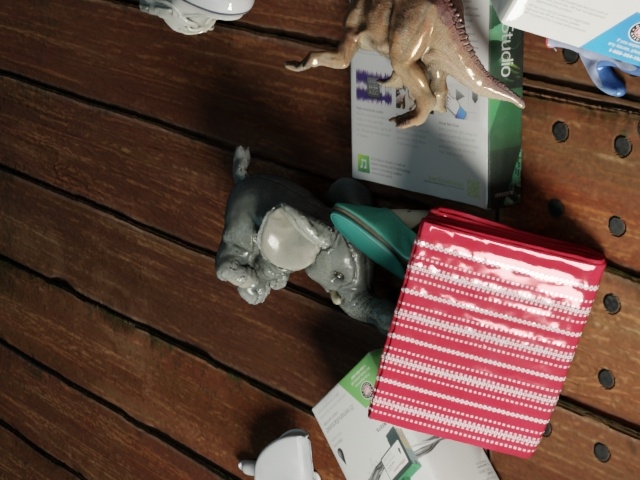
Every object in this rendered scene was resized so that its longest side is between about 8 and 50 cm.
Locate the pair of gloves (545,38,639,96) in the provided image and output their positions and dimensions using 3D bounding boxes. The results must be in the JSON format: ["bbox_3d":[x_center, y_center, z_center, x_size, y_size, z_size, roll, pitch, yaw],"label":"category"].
[{"bbox_3d":[0.280,-0.243,1.462,0.159,0.023,0.198,24,117,47],"label":"pair of gloves"}]

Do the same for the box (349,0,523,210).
[{"bbox_3d":[0.125,-0.210,1.646,0.232,0.058,0.322,17,114,49],"label":"box"}]

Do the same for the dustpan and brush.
[{"bbox_3d":[-0.059,0.323,2.042,0.211,0.060,0.147,-1,97,46],"label":"dustpan and brush"}]

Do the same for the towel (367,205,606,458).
[{"bbox_3d":[0.173,0.103,1.597,0.031,0.199,0.275,-75,-1,-59],"label":"towel"}]

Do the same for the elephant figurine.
[{"bbox_3d":[0.000,0.000,1.813,0.239,0.186,0.169,0,57,42],"label":"elephant figurine"}]

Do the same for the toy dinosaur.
[{"bbox_3d":[0.088,-0.240,1.545,0.295,0.127,0.200,34,118,35],"label":"toy dinosaur"}]

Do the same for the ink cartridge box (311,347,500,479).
[{"bbox_3d":[0.103,0.252,1.770,0.160,0.092,0.219,-50,60,47],"label":"ink cartridge box"}]

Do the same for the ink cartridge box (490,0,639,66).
[{"bbox_3d":[0.259,-0.303,1.292,0.233,0.171,0.168,-59,29,34],"label":"ink cartridge box"}]

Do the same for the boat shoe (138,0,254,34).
[{"bbox_3d":[-0.171,-0.314,1.969,0.267,0.096,0.088,25,123,48],"label":"boat shoe"}]

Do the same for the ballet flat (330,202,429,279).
[{"bbox_3d":[0.121,0.017,1.693,0.247,0.087,0.083,41,167,28],"label":"ballet flat"}]

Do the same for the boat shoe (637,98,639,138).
[{"bbox_3d":[0.416,-0.017,1.288,0.355,0.132,0.130,50,160,30],"label":"boat shoe"}]
